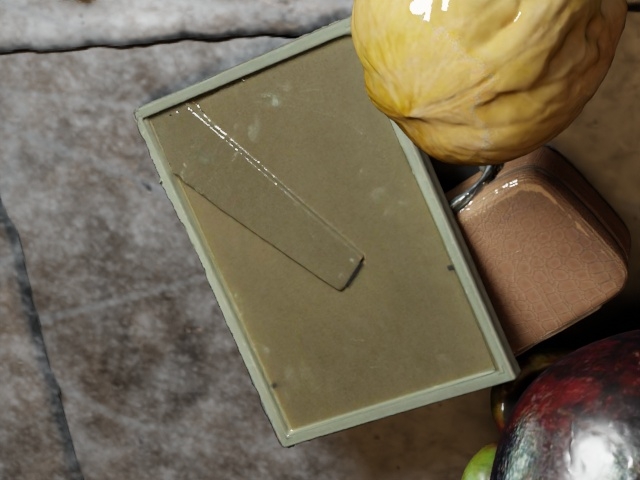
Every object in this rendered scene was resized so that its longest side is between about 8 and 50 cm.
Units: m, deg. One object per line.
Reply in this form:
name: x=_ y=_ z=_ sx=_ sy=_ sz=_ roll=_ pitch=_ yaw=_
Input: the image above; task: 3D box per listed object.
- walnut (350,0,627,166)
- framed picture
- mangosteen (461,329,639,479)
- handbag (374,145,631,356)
walnut: x=0.116 y=-0.159 z=1.333 sx=0.195 sy=0.222 sz=0.195 roll=22 pitch=145 yaw=16
framed picture: x=0.000 y=0.000 z=1.500 sx=0.232 sy=0.024 sz=0.315 roll=-19 pitch=100 yaw=29
mangosteen: x=0.264 y=0.212 z=1.493 sx=0.300 sy=0.300 sz=0.300 roll=5 pitch=120 yaw=9
handbag: x=0.142 y=0.015 z=1.512 sx=0.193 sy=0.072 sz=0.151 roll=-30 pitch=109 yaw=27
